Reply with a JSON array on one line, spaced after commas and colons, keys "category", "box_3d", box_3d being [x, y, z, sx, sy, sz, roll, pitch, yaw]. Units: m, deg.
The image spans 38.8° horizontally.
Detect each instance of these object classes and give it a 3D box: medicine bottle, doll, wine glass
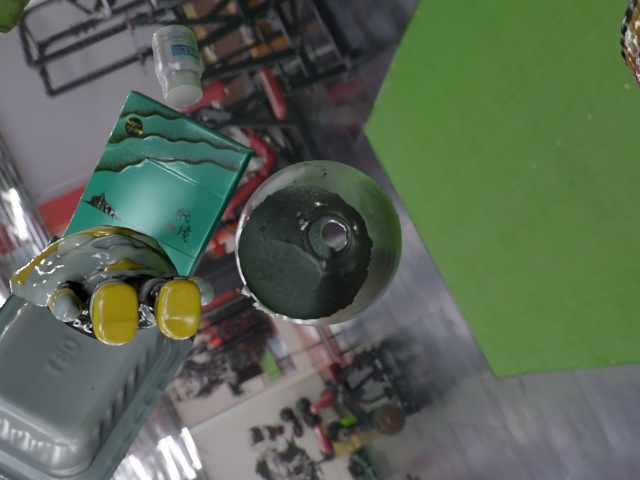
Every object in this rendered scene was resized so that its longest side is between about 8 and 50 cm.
[{"category": "medicine bottle", "box_3d": [-0.166, -0.203, 1.058, 0.052, 0.052, 0.089, 82, 175, -66]}, {"category": "doll", "box_3d": [-0.187, 0.041, 0.797, 0.316, 0.146, 0.103, 14, 129, 67]}, {"category": "wine glass", "box_3d": [0.000, 0.000, 1.265, 0.238, 0.238, 0.323, 64, -169, 1]}]

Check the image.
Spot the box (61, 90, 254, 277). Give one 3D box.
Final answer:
[{"category": "box", "box_3d": [-0.200, -0.043, 1.085, 0.161, 0.226, 0.042, 28, -173, 2]}]

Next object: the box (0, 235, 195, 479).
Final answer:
[{"category": "box", "box_3d": [-0.339, 0.157, 1.221, 0.264, 0.336, 0.106, 28, 143, 0]}]

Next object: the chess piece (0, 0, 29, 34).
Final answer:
[{"category": "chess piece", "box_3d": [-0.472, -0.276, 0.710, 0.234, 0.442, 0.234, 179, 90, -88]}]

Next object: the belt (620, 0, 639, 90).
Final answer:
[{"category": "belt", "box_3d": [0.345, -0.121, 0.600, 0.207, 0.295, 0.160, 125, 142, -48]}]
